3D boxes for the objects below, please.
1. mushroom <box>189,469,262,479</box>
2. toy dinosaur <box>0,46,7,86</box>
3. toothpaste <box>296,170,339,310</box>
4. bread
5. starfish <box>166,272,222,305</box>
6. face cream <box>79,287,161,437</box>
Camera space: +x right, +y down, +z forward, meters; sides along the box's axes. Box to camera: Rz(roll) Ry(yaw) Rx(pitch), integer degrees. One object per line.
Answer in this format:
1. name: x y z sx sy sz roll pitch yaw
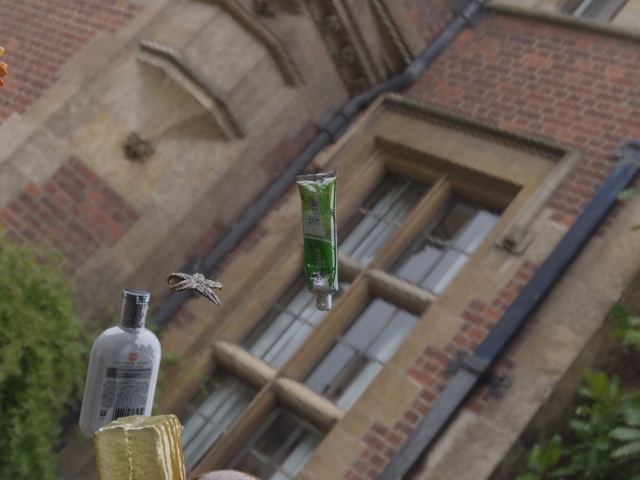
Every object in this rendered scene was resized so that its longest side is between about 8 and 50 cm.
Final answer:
1. mushroom: -0.164 0.530 1.839 0.267 0.254 0.267 6 -63 11
2. toy dinosaur: -0.564 -0.282 1.667 0.070 0.117 0.288 58 -8 32
3. toothpaste: 0.000 0.000 1.804 0.078 0.247 0.047 -6 -15 12
4. bread: -0.265 0.396 1.603 0.239 0.111 0.246 93 -11 -85
5. starfish: -0.182 0.069 1.551 0.091 0.028 0.078 3 31 -39
6. face cream: -0.376 0.237 1.984 0.144 0.291 0.071 4 12 -33
